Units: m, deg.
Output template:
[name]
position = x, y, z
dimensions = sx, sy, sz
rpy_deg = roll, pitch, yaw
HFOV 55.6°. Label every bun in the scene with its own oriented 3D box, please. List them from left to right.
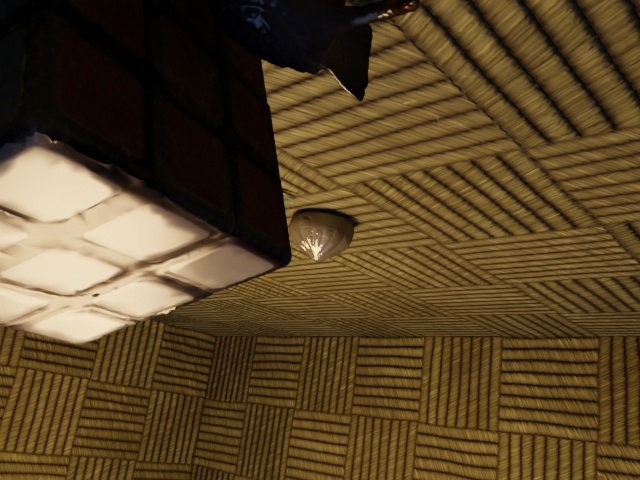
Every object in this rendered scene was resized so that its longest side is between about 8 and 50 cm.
[bun]
position = 0.000, 0.000, 1.261
dimensions = 0.138, 0.094, 0.138
rpy_deg = 6, 166, 1

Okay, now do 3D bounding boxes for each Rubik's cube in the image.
[Rubik's cube]
position = -0.241, -0.103, 0.587
dimensions = 0.301, 0.305, 0.304
rpy_deg = -20, 150, 23

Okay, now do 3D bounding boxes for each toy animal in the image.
[toy animal]
position = -0.010, -0.222, 0.521
dimensions = 0.185, 0.122, 0.298
rpy_deg = -5, 168, 7

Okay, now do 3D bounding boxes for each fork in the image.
[fork]
position = -0.148, -0.107, 1.110
dimensions = 0.235, 0.021, 0.039
rpy_deg = 20, 155, -29
